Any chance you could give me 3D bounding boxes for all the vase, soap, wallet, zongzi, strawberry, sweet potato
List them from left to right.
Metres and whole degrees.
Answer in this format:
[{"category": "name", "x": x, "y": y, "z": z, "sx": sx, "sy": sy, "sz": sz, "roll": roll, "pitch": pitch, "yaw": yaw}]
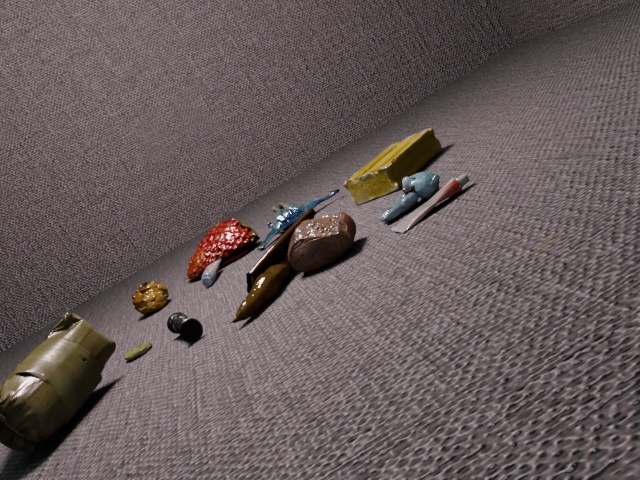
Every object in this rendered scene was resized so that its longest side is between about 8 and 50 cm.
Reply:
[{"category": "zongzi", "x": -0.694, "y": 0.409, "z": 1.502, "sx": 0.418, "sy": 0.181, "sz": 0.447, "roll": -42, "pitch": 10, "yaw": 22}, {"category": "vase", "x": -0.340, "y": 0.215, "z": 1.645, "sx": 0.059, "sy": 0.059, "sz": 0.167, "roll": -35, "pitch": 13, "yaw": -20}, {"category": "strawberry", "x": -0.374, "y": 0.024, "z": 2.353, "sx": 0.306, "sy": 0.138, "sz": 0.233, "roll": -31, "pitch": 13, "yaw": -7}, {"category": "sweet potato", "x": -0.132, "y": 0.112, "z": 1.563, "sx": 0.067, "sy": 0.067, "sz": 0.274, "roll": -22, "pitch": 16, "yaw": 35}, {"category": "wallet", "x": -0.106, "y": 0.031, "z": 1.697, "sx": 0.255, "sy": 0.031, "sz": 0.137, "roll": -48, "pitch": -10, "yaw": -28}, {"category": "soap", "x": 0.232, "y": -0.234, "z": 2.057, "sx": 0.199, "sy": 0.091, "sz": 0.315, "roll": -18, "pitch": 16, "yaw": 44}]

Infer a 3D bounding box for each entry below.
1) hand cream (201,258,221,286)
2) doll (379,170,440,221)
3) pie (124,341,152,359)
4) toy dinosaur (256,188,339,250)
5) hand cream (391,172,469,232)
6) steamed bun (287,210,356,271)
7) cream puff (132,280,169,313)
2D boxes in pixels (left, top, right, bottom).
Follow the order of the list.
[{"category": "hand cream", "x": -0.363, "y": 0.107, "z": 2.173, "sx": 0.065, "sy": 0.043, "sz": 0.171, "roll": -32, "pitch": 15, "yaw": 8}, {"category": "doll", "x": 0.214, "y": -0.117, "z": 1.633, "sx": 0.179, "sy": 0.075, "sz": 0.120, "roll": -31, "pitch": 8, "yaw": -5}, {"category": "pie", "x": -0.489, "y": 0.297, "z": 1.768, "sx": 0.085, "sy": 0.017, "sz": 0.085, "roll": -28, "pitch": 11, "yaw": 6}, {"category": "toy dinosaur", "x": -0.099, "y": -0.085, "z": 2.289, "sx": 0.363, "sy": 0.076, "sz": 0.147, "roll": -35, "pitch": 32, "yaw": -17}, {"category": "hand cream", "x": 0.258, "y": -0.084, "z": 1.509, "sx": 0.216, "sy": 0.038, "sz": 0.052, "roll": -38, "pitch": -11, "yaw": -10}, {"category": "steamed bun", "x": 0.000, "y": 0.000, "z": 1.595, "sx": 0.175, "sy": 0.106, "sz": 0.145, "roll": -24, "pitch": 13, "yaw": 20}, {"category": "cream puff", "x": -0.575, "y": 0.190, "z": 2.233, "sx": 0.119, "sy": 0.104, "sz": 0.133, "roll": -29, "pitch": 9, "yaw": 39}]
